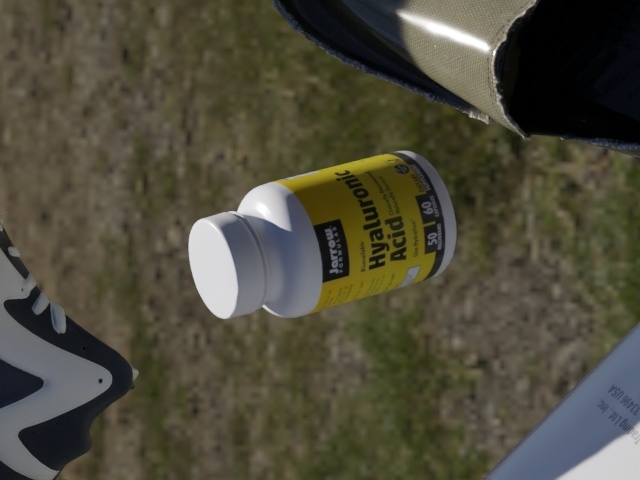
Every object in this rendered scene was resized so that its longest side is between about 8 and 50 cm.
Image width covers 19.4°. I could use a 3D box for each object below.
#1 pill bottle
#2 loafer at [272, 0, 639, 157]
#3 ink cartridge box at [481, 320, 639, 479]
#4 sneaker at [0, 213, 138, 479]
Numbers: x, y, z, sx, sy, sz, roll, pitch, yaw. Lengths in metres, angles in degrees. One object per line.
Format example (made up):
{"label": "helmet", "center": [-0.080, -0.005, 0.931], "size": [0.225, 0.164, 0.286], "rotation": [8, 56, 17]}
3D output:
{"label": "pill bottle", "center": [0.000, 0.000, 0.878], "size": [0.065, 0.116, 0.065], "rotation": [36, 134, 49]}
{"label": "loafer", "center": [0.080, -0.088, 0.701], "size": [0.251, 0.087, 0.094], "rotation": [18, 104, 27]}
{"label": "ink cartridge box", "center": [0.176, 0.207, 0.833], "size": [0.395, 0.166, 0.285], "rotation": [-45, 29, 1]}
{"label": "sneaker", "center": [-0.166, 0.036, 0.997], "size": [0.094, 0.153, 0.235], "rotation": [-19, 66, 51]}
